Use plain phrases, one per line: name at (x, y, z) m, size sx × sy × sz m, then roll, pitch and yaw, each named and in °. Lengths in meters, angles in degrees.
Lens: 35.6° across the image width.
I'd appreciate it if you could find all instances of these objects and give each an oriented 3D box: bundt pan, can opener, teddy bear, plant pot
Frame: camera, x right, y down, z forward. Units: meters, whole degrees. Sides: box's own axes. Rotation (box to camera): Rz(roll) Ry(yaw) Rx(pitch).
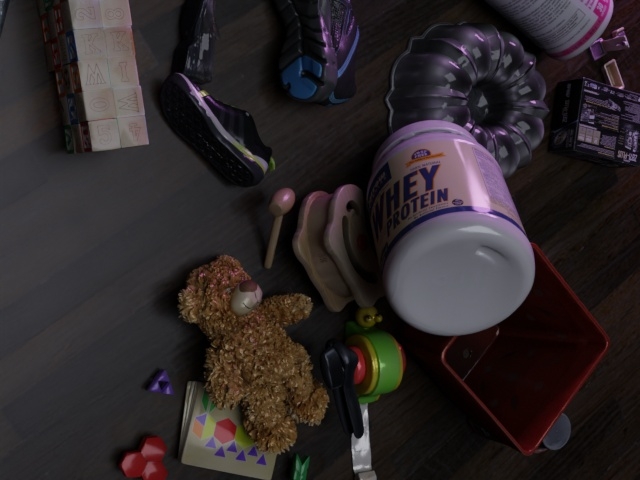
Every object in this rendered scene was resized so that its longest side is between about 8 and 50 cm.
bundt pan at (0.289, -0.247, 1.829) m, size 0.331 × 0.124 × 0.330 m, roll -1°, pitch 92°, yaw -29°
can opener at (0.037, 0.251, 1.683) m, size 0.073 × 0.059 × 0.186 m, roll -25°, pitch 116°, yaw -26°
teddy bear at (-0.096, 0.183, 1.620) m, size 0.245 × 0.113 × 0.337 m, roll -15°, pitch 94°, yaw -32°
plant pot at (0.300, 0.179, 1.785) m, size 0.267 × 0.236 × 0.267 m, roll -48°, pitch 112°, yaw -18°

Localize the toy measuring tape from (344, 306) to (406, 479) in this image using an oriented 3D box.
toy measuring tape at (0.094, 0.276, 1.747) m, size 0.121 × 0.121 × 0.329 m, roll -4°, pitch 94°, yaw -28°

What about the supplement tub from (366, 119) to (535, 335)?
supplement tub at (0.201, -0.029, 1.629) m, size 0.236 × 0.324 × 0.235 m, roll -3°, pitch 128°, yaw -4°

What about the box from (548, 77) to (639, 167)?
box at (0.557, -0.233, 1.999) m, size 0.180 × 0.078 × 0.147 m, roll 9°, pitch 87°, yaw -28°

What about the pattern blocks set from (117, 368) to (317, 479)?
pattern blocks set at (-0.150, 0.313, 1.658) m, size 0.325 × 0.026 × 0.285 m, roll 27°, pitch 74°, yaw -25°

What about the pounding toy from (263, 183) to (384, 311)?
pounding toy at (0.000, 0.000, 1.712) m, size 0.269 × 0.155 × 0.154 m, roll 60°, pitch 38°, yaw -27°

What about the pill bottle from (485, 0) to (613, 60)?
pill bottle at (0.395, -0.477, 1.855) m, size 0.283 × 0.160 × 0.160 m, roll 33°, pitch 77°, yaw -25°

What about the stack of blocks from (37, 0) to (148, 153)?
stack of blocks at (-0.340, -0.278, 1.459) m, size 0.087 × 0.171 × 0.297 m, roll -11°, pitch 98°, yaw -28°

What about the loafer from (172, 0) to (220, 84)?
loafer at (-0.191, -0.335, 1.606) m, size 0.061 × 0.062 × 0.170 m, roll 11°, pitch 96°, yaw -37°

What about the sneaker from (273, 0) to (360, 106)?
sneaker at (-0.003, -0.394, 1.689) m, size 0.140 × 0.125 × 0.340 m, roll 4°, pitch 87°, yaw -56°

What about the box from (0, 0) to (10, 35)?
box at (-0.539, -0.347, 1.411) m, size 0.184 × 0.059 × 0.232 m, roll 15°, pitch 85°, yaw -28°

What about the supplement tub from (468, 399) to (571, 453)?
supplement tub at (0.371, 0.334, 1.851) m, size 0.106 × 0.198 × 0.106 m, roll -2°, pitch 94°, yaw -29°

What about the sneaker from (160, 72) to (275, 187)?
sneaker at (-0.164, -0.188, 1.624) m, size 0.234 × 0.084 × 0.097 m, roll 50°, pitch 48°, yaw -23°

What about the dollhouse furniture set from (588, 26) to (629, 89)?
dollhouse furniture set at (0.619, -0.367, 2.025) m, size 0.091 × 0.081 × 0.114 m, roll -31°, pitch 106°, yaw -24°
